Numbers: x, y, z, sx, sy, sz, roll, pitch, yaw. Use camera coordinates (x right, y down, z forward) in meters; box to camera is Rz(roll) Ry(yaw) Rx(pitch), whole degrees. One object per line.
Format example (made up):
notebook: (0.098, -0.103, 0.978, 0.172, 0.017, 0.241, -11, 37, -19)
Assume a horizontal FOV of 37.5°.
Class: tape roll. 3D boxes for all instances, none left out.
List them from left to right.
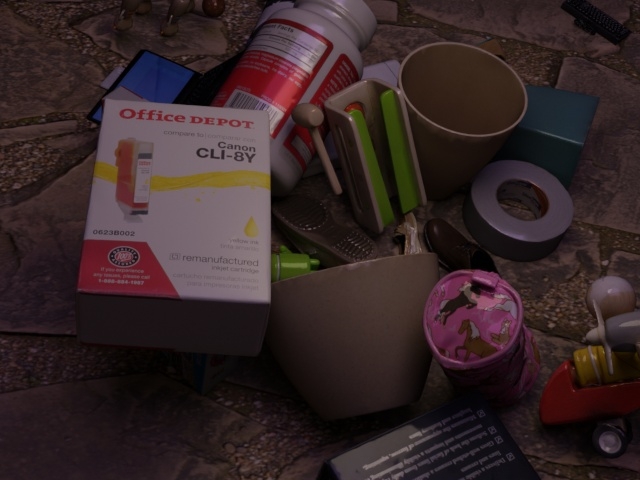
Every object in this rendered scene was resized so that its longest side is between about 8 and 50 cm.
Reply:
tape roll: (0.410, -0.064, 1.964, 0.219, 0.072, 0.219, 5, 53, -6)

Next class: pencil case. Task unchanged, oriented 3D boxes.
pencil case: (0.275, 0.170, 1.566, 0.160, 0.386, 0.167, -18, 68, 11)

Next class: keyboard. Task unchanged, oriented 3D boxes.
keyboard: (-0.349, -0.307, 2.043, 0.256, 0.014, 0.072, 25, 58, 8)
keyboard: (0.706, -0.570, 2.432, 0.180, 0.023, 0.108, 41, 57, 20)

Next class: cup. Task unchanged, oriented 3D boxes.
cup: (0.060, 0.172, 1.600, 0.331, 0.331, 0.237, -9, 82, -17)

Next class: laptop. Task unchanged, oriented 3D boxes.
laptop: (-0.319, -0.324, 1.967, 0.136, 0.264, 0.234, 44, 56, -23)

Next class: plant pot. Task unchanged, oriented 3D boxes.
plant pot: (0.253, -0.214, 1.919, 0.256, 0.274, 0.256, 6, 52, -7)
plant pot: (0.457, -0.236, 2.050, 0.234, 0.166, 0.165, 20, 52, 13)

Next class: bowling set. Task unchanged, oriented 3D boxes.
bowling set: (-0.333, -0.537, 2.159, 0.200, 0.154, 0.287, 35, 52, -7)

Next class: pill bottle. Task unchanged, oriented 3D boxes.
pill bottle: (-0.058, -0.309, 1.886, 0.229, 0.229, 0.408, 28, 75, 11)

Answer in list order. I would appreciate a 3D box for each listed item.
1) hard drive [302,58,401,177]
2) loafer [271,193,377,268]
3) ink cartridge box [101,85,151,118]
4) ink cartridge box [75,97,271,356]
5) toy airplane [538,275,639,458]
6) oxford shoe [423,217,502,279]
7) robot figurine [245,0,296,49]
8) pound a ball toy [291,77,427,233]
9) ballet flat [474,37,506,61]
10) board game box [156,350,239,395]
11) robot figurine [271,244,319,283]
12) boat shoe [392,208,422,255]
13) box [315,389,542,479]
hard drive: (0.068, -0.276, 2.075, 0.353, 0.047, 0.233, -18, 59, -22)
loafer: (0.000, 0.000, 1.831, 0.102, 0.092, 0.268, -28, 47, -29)
ink cartridge box: (-0.377, -0.215, 1.881, 0.109, 0.150, 0.063, 31, 50, 12)
ink cartridge box: (-0.222, -0.029, 1.480, 0.279, 0.160, 0.385, 4, 53, -8)
toy airplane: (0.576, 0.167, 1.624, 0.384, 0.386, 0.272, -24, 73, -26)
oxford shoe: (0.289, 0.027, 1.859, 0.083, 0.096, 0.227, -26, 61, -25)
robot figurine: (-0.052, -0.478, 2.129, 0.209, 0.173, 0.278, 18, 52, -1)
pound a ball toy: (0.063, -0.168, 1.821, 0.208, 0.319, 0.136, -31, 36, -18)
ballet flat: (0.347, -0.414, 2.216, 0.232, 0.080, 0.073, -27, 78, -26)
board game box: (-0.263, 0.089, 1.626, 0.303, 0.224, 0.097, 40, 54, 19)
robot figurine: (-0.060, 0.057, 1.786, 0.115, 0.067, 0.101, 1, 65, -10)
boat shoe: (0.170, -0.010, 1.891, 0.045, 0.050, 0.135, 1, 53, -17)
box: (0.206, 0.480, 1.428, 0.293, 0.212, 0.395, -19, 58, -23)
